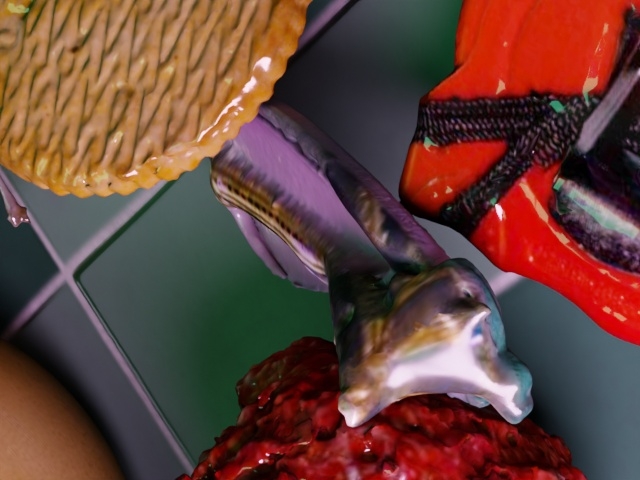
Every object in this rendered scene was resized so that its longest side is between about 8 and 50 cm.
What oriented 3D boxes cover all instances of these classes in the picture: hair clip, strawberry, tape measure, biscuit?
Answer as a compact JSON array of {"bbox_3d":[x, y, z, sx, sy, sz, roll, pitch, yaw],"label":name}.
[{"bbox_3d":[-0.001,-0.002,0.995,0.096,0.110,0.359,-51,29,6],"label":"hair clip"},{"bbox_3d":[0.016,0.157,1.026,0.274,0.274,0.220,-47,59,46],"label":"strawberry"},{"bbox_3d":[0.166,-0.066,0.860,0.253,0.114,0.260,33,130,26],"label":"tape measure"},{"bbox_3d":[-0.108,-0.145,1.048,0.254,0.035,0.254,-8,73,29],"label":"biscuit"}]

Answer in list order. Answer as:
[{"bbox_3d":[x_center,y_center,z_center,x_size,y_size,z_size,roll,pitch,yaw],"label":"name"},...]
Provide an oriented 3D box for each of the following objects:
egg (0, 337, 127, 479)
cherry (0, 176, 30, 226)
[{"bbox_3d":[-0.265,0.193,1.301,0.322,0.250,0.250,40,134,10],"label":"egg"},{"bbox_3d":[-0.169,-0.093,1.180,0.148,0.115,0.188,-16,111,7],"label":"cherry"}]
